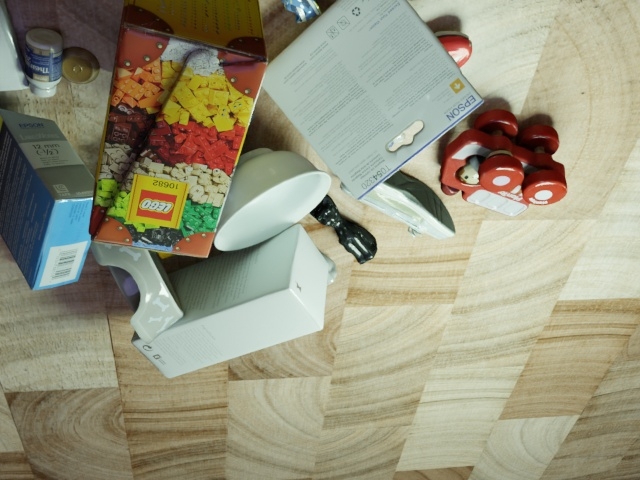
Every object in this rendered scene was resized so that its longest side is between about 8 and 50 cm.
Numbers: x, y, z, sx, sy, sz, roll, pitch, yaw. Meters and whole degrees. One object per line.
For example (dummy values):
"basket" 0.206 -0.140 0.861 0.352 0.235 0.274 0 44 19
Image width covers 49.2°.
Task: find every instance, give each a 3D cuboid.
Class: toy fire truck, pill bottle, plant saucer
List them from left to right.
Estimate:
"pill bottle" -0.535 -0.341 1.351 0.067 0.067 0.120 7 132 -17
"plant saucer" -0.484 -0.345 1.393 0.083 0.015 0.083 -5 134 -5
"toy fire truck" 0.418 -0.157 1.659 0.302 0.170 0.254 15 148 -22

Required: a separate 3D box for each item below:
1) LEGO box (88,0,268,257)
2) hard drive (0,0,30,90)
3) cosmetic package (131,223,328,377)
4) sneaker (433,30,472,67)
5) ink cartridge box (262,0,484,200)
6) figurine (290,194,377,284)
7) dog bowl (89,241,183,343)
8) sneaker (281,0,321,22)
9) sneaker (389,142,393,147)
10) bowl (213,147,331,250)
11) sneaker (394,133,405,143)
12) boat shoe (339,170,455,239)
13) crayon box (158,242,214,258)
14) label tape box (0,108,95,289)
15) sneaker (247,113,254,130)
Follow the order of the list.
"LEGO box" -0.241 -0.284 1.158 0.193 0.500 0.373 9 132 -18
"hard drive" -0.678 -0.412 1.276 0.202 0.040 0.308 -5 135 -6
"cosmetic package" -0.218 0.153 1.721 0.453 0.230 0.161 -20 126 22
"sneaker" 0.190 -0.337 1.454 0.278 0.118 0.107 -21 135 11
"ink cartridge box" 0.095 -0.304 1.387 0.324 0.071 0.330 -38 98 19
"figurine" 0.000 0.000 1.779 0.214 0.092 0.209 -33 123 21
"dog bowl" -0.421 0.056 1.580 0.102 0.349 0.349 -27 135 -10
"sneaker" -0.056 -0.472 1.326 0.059 0.053 0.144 -28 131 19
"sneaker" 0.143 -0.253 1.553 0.087 0.083 0.221 35 128 -27
"bowl" -0.135 -0.112 1.562 0.297 0.134 0.298 -30 166 -8
"sneaker" 0.153 -0.234 1.614 0.083 0.032 0.037 -30 116 14
"boat shoe" 0.197 -0.089 1.704 0.320 0.118 0.103 28 129 -27
"crayon box" -0.342 -0.094 1.615 0.165 0.081 0.279 -15 134 4
"label tape box" -0.590 -0.111 1.431 0.115 0.348 0.249 -11 142 -43
"sneaker" -0.210 -0.199 1.420 0.101 0.269 0.153 24 120 -14
